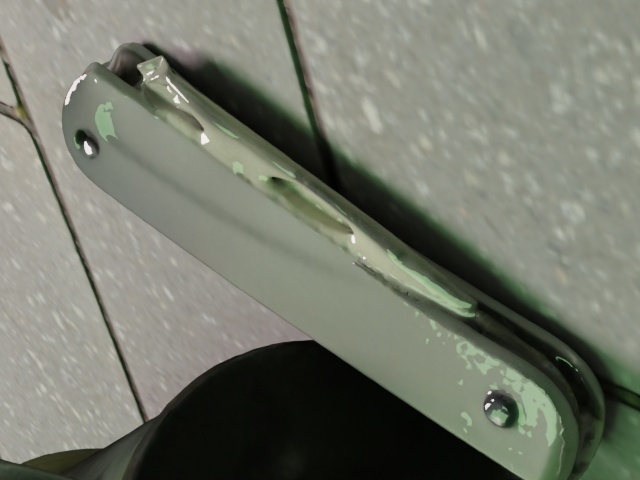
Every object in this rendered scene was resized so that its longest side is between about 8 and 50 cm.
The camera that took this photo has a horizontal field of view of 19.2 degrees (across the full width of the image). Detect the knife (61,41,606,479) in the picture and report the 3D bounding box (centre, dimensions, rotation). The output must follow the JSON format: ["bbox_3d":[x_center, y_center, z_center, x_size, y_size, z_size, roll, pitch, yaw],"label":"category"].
[{"bbox_3d":[0.000,0.003,0.745,0.265,0.040,0.073,36,139,24],"label":"knife"}]

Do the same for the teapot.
[{"bbox_3d":[-0.075,0.153,0.849,0.270,0.200,0.337,24,155,-17],"label":"teapot"}]
